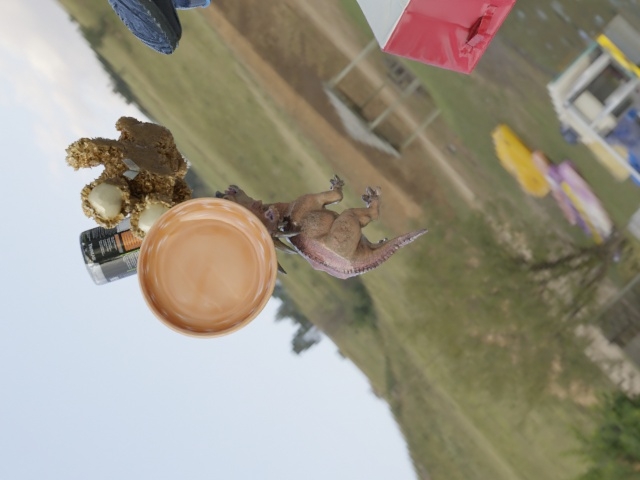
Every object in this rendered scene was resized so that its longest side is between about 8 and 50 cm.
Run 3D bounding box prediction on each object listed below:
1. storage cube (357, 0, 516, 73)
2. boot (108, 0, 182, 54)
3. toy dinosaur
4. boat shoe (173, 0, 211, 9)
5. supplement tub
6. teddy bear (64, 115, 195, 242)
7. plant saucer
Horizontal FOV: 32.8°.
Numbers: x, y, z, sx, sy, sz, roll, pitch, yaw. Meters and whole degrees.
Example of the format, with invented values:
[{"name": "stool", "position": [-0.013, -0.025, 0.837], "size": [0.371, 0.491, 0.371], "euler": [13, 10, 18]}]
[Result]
[{"name": "storage cube", "position": [0.205, -0.442, 1.961], "size": [0.193, 0.184, 0.215], "euler": [10, -139, -27]}, {"name": "boot", "position": [-0.217, -0.410, 1.502], "size": [0.094, 0.207, 0.246], "euler": [19, 153, 45]}, {"name": "toy dinosaur", "position": [0.000, 0.000, 1.618], "size": [0.295, 0.127, 0.200], "euler": [19, -147, 21]}, {"name": "boat shoe", "position": [-0.245, -0.458, 1.635], "size": [0.109, 0.089, 0.258], "euler": [-80, -26, -57]}, {"name": "supplement tub", "position": [-0.375, 0.010, 2.172], "size": [0.117, 0.190, 0.117], "euler": [163, 90, -88]}, {"name": "teddy bear", "position": [-0.325, -0.093, 1.900], "size": [0.245, 0.113, 0.338], "euler": [8, -149, -26]}, {"name": "plant saucer", "position": [-0.158, 0.040, 1.538], "size": [0.200, 0.200, 0.037], "euler": [46, 178, 9]}]
